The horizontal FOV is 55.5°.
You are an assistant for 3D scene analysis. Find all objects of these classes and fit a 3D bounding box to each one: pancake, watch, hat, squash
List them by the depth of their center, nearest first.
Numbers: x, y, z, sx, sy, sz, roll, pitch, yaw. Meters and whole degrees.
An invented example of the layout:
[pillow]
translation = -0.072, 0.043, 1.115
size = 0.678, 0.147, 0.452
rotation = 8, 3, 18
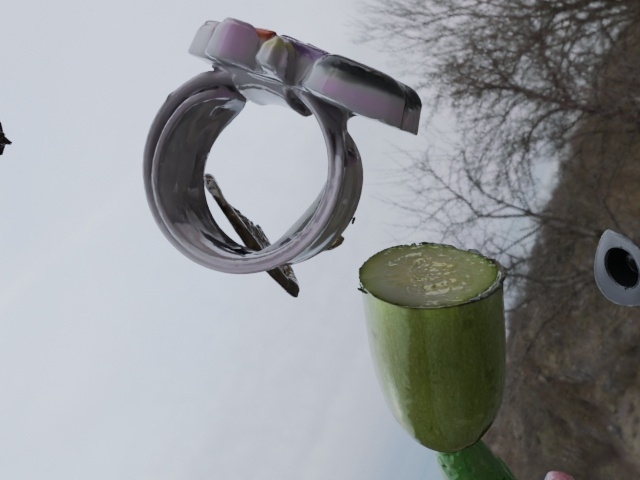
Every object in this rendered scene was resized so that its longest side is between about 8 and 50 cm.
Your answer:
[squash]
translation = 0.102, 0.101, 0.526
size = 0.123, 0.123, 0.186
rotation = -39, -54, -46
[watch]
translation = -0.046, -0.075, 0.582
size = 0.231, 0.244, 0.196
rotation = -69, -16, 5
[pancake]
translation = -0.081, -0.004, 0.773
size = 0.020, 0.184, 0.190
rotation = -37, -7, 2
[hat]
translation = 0.421, 0.033, 0.819
size = 0.051, 0.121, 0.121
rotation = -17, -40, -12

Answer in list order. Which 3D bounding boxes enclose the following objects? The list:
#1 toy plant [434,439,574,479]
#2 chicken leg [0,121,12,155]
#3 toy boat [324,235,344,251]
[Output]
[toy plant]
translation = 0.355, 0.456, 0.997
size = 0.211, 0.356, 0.316
rotation = -42, -39, -49
[chicken leg]
translation = -0.566, -0.183, 0.941
size = 0.048, 0.219, 0.089
rotation = -25, -47, -68
[toy boat]
translation = 0.000, 0.000, 1.338
size = 0.049, 0.149, 0.047
rotation = 14, -104, -37
